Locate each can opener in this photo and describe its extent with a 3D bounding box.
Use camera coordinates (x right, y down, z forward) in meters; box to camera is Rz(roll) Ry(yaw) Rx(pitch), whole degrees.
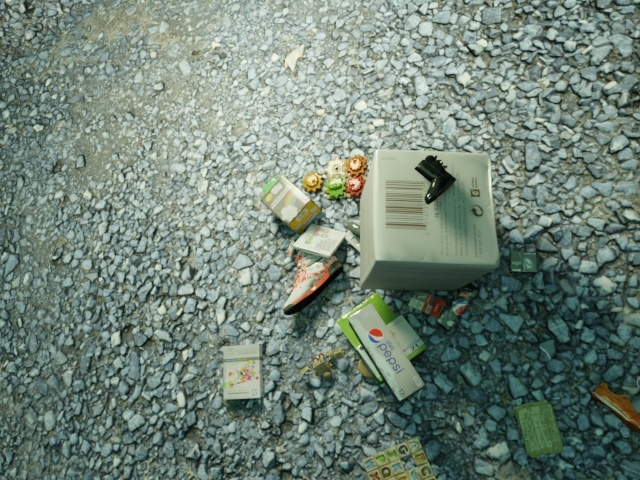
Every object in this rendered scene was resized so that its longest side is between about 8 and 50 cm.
[{"bbox_3d":[0.193,0.042,1.641,0.076,0.095,0.283,-47,67,1],"label":"can opener"}]

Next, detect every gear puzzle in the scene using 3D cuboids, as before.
[{"bbox_3d":[0.088,-0.244,1.780,0.338,0.044,0.176,-3,75,17],"label":"gear puzzle"}]

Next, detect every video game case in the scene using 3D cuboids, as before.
[{"bbox_3d":[0.000,0.000,1.703,0.143,0.019,0.157,15,37,21],"label":"video game case"}]

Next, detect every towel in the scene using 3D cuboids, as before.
[{"bbox_3d":[0.644,0.552,1.395,0.109,0.027,0.148,-16,70,12],"label":"towel"}]

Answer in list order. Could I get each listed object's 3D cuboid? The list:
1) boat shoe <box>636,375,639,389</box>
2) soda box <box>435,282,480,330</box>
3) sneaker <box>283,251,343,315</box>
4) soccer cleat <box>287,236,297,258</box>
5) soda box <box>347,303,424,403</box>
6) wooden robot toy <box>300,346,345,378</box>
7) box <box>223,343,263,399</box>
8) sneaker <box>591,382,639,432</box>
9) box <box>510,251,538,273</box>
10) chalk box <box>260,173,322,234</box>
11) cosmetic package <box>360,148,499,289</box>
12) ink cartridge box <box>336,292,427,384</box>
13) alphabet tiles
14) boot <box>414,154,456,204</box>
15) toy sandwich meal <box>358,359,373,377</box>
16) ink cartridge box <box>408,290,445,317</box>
[{"bbox_3d":[0.960,0.428,1.305,0.183,0.066,0.066,26,87,16],"label":"boat shoe"},{"bbox_3d":[0.443,0.213,1.533,0.053,0.060,0.169,37,89,20],"label":"soda box"},{"bbox_3d":[-0.058,0.135,1.702,0.270,0.090,0.145,-42,66,-1],"label":"sneaker"},{"bbox_3d":[-0.103,0.027,1.777,0.035,0.029,0.083,-3,70,21],"label":"soccer cleat"},{"bbox_3d":[0.194,0.339,1.430,0.091,0.098,0.286,-30,66,-7],"label":"soda box"},{"bbox_3d":[0.019,0.433,1.621,0.173,0.076,0.079,-34,103,6],"label":"wooden robot toy"},{"bbox_3d":[-0.278,0.472,1.707,0.145,0.038,0.186,-8,74,16],"label":"box"},{"bbox_3d":[0.858,0.474,1.330,0.067,0.064,0.175,-44,70,-8],"label":"sneaker"},{"bbox_3d":[0.655,0.071,1.527,0.083,0.018,0.067,1,75,18],"label":"box"},{"bbox_3d":[-0.125,-0.147,1.777,0.132,0.132,0.213,-48,66,2],"label":"chalk box"},{"bbox_3d":[0.297,-0.040,1.428,0.327,0.394,0.330,2,75,-1],"label":"cosmetic package"},{"bbox_3d":[0.191,0.308,1.551,0.188,0.097,0.255,-34,68,-8],"label":"ink cartridge box"},{"bbox_3d":[0.264,0.764,1.469,0.198,0.009,0.237,-27,69,9],"label":"alphabet tiles"},{"bbox_3d":[0.286,-0.161,1.235,0.121,0.045,0.099,-41,81,-19],"label":"boot"},{"bbox_3d":[0.167,0.417,1.585,0.085,0.029,0.086,-4,77,19],"label":"toy sandwich meal"},{"bbox_3d":[0.348,0.205,1.554,0.115,0.029,0.063,19,80,55],"label":"ink cartridge box"}]
